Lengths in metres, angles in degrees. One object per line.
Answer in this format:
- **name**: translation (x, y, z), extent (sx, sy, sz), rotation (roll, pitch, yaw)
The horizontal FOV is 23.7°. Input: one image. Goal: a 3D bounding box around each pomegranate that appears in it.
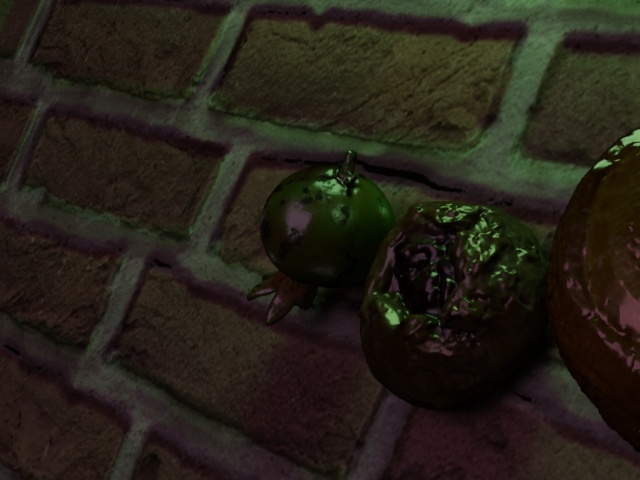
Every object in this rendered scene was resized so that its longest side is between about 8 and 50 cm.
- **pomegranate**: translation (-0.009, -0.002, 1.763), extent (0.220, 0.156, 0.156), rotation (-37, 43, 45)

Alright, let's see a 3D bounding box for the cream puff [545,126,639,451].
- **cream puff**: translation (0.331, 0.053, 1.249), extent (0.303, 0.212, 0.303), rotation (-9, 56, 13)

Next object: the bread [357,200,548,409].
- **bread**: translation (0.129, 0.060, 1.576), extent (0.230, 0.123, 0.230), rotation (-32, 45, 39)
